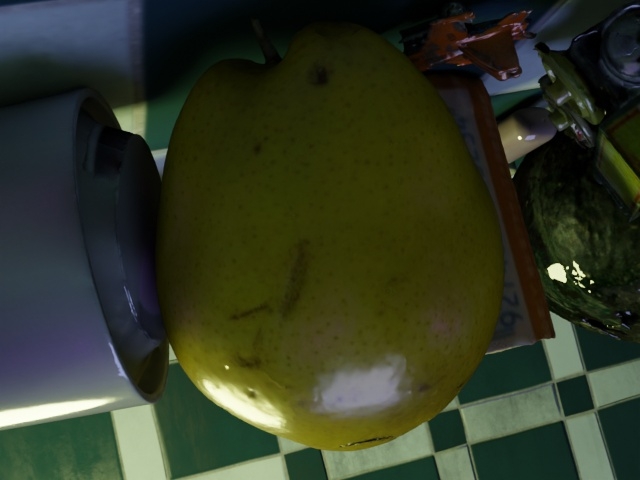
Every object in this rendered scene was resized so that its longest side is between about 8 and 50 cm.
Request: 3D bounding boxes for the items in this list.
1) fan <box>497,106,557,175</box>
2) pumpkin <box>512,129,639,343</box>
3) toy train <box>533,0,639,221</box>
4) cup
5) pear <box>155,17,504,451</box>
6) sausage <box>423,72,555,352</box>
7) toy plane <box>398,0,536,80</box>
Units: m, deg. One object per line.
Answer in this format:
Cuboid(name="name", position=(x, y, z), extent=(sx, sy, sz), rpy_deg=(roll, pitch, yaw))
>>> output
Cuboid(name="fan", position=(0.223, -0.114, 1.160), extent=(0.130, 0.074, 0.244), rpy_deg=(-9, 170, -23))
Cuboid(name="pumpkin", position=(0.483, -0.026, 1.218), extent=(0.455, 0.343, 0.454), rpy_deg=(-5, 171, -1))
Cuboid(name="toy train", position=(0.284, -0.120, 0.760), extent=(0.134, 0.177, 0.261), rpy_deg=(-37, 167, 11))
Cuboid(name="cup", position=(-0.307, 0.038, 0.693), extent=(0.372, 0.253, 0.253), rpy_deg=(-13, 172, 0))
Cuboid(name="pear", position=(0.009, 0.001, 0.705), extent=(0.285, 0.336, 0.285), rpy_deg=(10, -170, -2))
Cuboid(name="sausage", position=(0.103, -0.007, 0.938), extent=(0.233, 0.287, 0.233), rpy_deg=(-14, 172, -2))
Cuboid(name="toy plane", position=(0.082, -0.158, 0.718), extent=(0.188, 0.062, 0.135), rpy_deg=(-2, 176, 19))
